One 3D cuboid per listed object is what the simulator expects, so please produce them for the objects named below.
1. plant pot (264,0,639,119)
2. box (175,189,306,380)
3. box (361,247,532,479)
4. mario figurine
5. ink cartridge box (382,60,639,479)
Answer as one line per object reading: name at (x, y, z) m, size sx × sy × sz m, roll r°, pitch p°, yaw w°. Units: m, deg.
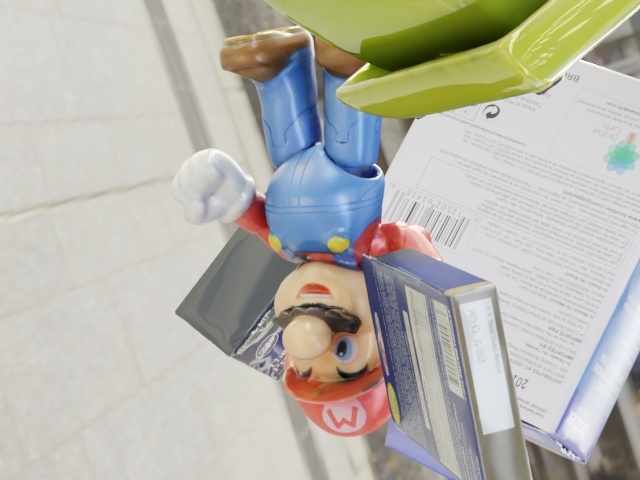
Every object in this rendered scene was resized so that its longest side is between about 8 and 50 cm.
plant pot at (0.075, -0.196, 0.756) m, size 0.207 × 0.227 × 0.228 m, roll 54°, pitch -19°, yaw -12°
box at (-0.037, 0.031, 1.822) m, size 0.103 × 0.261 × 0.184 m, roll 37°, pitch -1°, yaw 25°
box at (0.078, 0.081, 0.963) m, size 0.225 × 0.036 × 0.136 m, roll -154°, pitch -128°, yaw -75°
mario figurine at (0.000, 0.000, 1.114) m, size 0.198 × 0.170 × 0.321 m, roll 14°, pitch -65°, yaw 64°
ink cartridge box at (0.175, 0.027, 1.377) m, size 0.395 × 0.270 × 0.151 m, roll -61°, pitch 150°, yaw -8°
